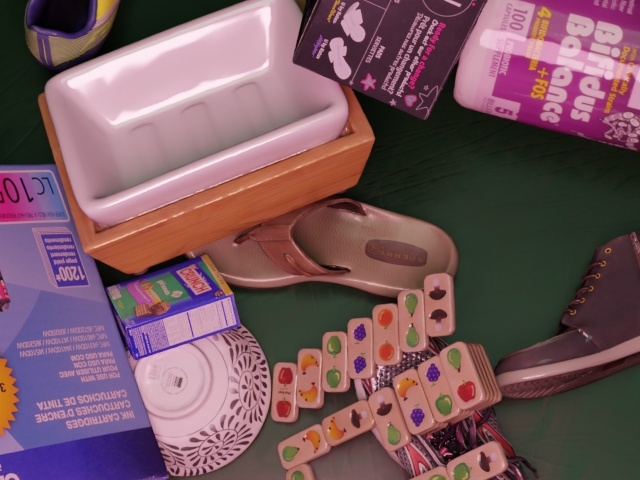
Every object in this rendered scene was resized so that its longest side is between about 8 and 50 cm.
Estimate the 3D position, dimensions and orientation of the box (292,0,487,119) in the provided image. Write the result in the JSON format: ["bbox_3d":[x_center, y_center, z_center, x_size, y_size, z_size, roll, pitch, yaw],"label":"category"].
[{"bbox_3d":[0.074,-0.250,1.411,0.142,0.247,0.163,22,117,-7],"label":"box"}]

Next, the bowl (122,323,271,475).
[{"bbox_3d":[-0.136,0.139,1.435,0.170,0.080,0.170,-1,75,5],"label":"bowl"}]

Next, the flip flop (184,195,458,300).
[{"bbox_3d":[0.000,0.000,1.470,0.277,0.080,0.112,10,76,6],"label":"flip flop"}]

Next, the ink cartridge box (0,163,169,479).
[{"bbox_3d":[-0.315,0.136,1.345,0.151,0.270,0.396,-32,72,39],"label":"ink cartridge box"}]

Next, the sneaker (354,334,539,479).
[{"bbox_3d":[0.137,0.201,1.397,0.120,0.112,0.299,-33,76,-6],"label":"sneaker"}]

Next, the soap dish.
[{"bbox_3d":[-0.113,-0.105,1.450,0.290,0.118,0.229,-21,49,-4],"label":"soap dish"}]

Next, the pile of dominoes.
[{"bbox_3d":[0.047,0.162,1.380,0.251,0.040,0.196,-31,67,28],"label":"pile of dominoes"}]

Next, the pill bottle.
[{"bbox_3d":[0.295,-0.179,1.462,0.301,0.169,0.169,14,76,6],"label":"pill bottle"}]

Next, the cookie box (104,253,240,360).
[{"bbox_3d":[-0.142,0.063,1.418,0.107,0.092,0.040,-18,119,-14],"label":"cookie box"}]

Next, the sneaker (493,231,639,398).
[{"bbox_3d":[0.256,0.074,1.450,0.222,0.083,0.118,-17,70,-12],"label":"sneaker"}]

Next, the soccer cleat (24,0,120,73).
[{"bbox_3d":[-0.233,-0.312,1.541,0.093,0.121,0.289,14,76,6],"label":"soccer cleat"}]
